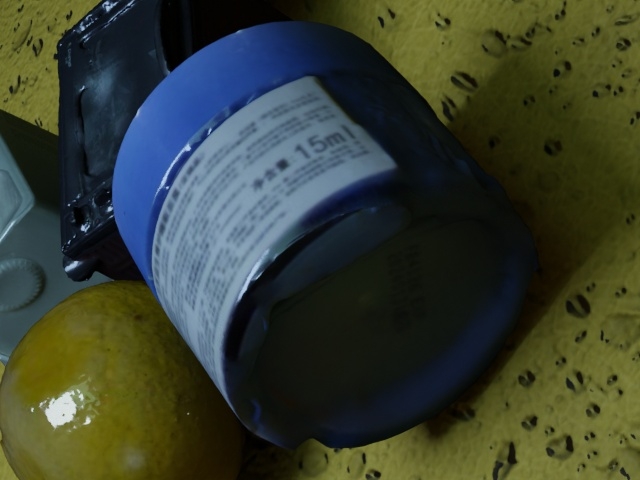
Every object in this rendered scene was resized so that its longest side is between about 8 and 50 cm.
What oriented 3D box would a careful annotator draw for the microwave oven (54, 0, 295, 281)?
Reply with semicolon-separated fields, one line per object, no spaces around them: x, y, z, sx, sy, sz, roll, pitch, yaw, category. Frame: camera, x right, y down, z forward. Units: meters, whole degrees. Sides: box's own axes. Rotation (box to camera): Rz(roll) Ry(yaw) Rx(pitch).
-0.115;-0.087;1.543;0.178;0.188;0.247;-32;49;32;microwave oven

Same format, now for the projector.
-0.262;0.005;1.660;0.163;0.177;0.242;-52;42;16;projector

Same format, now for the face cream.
0.000;0.000;1.329;0.249;0.249;0.225;-51;43;15;face cream

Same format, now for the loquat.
-0.148;0.136;1.451;0.208;0.208;0.208;-24;54;37;loquat
